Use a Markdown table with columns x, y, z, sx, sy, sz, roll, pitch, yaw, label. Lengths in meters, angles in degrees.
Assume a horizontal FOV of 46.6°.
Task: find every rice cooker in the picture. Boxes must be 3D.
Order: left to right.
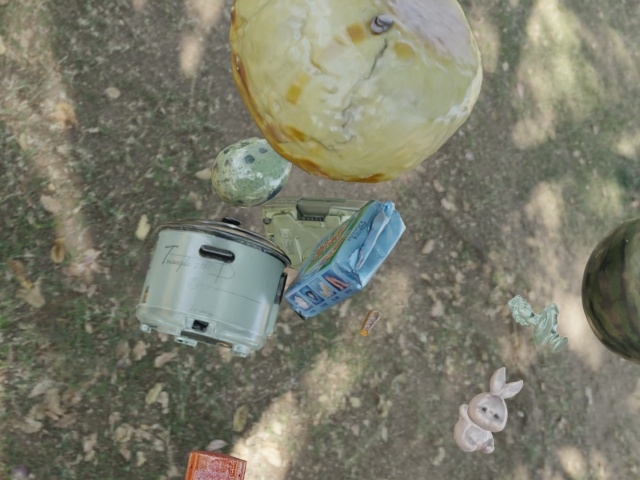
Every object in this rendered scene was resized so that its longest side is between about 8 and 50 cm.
| x | y | z | sx | sy | sz | roll | pitch | yaw | label |
| --- | --- | --- | --- | --- | --- | --- | --- | --- | --- |
| -0.182 | 0.070 | 1.282 | 0.242 | 0.280 | 0.226 | 14 | 76 | -2 | rice cooker |

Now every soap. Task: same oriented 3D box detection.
| x | y | z | sx | sy | sz | roll | pitch | yaw | label |
| --- | --- | --- | --- | --- | --- | --- | --- | --- | --- |
| 0.038 | 0.035 | 1.271 | 0.077 | 0.293 | 0.156 | 39 | 60 | -7 | soap |

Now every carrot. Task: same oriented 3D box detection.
| x | y | z | sx | sy | sz | roll | pitch | yaw | label |
| --- | --- | --- | --- | --- | --- | --- | --- | --- | --- |
| 0.118 | 0.196 | 1.778 | 0.032 | 0.032 | 0.093 | 62 | 32 | -15 | carrot |

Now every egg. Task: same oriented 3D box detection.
| x | y | z | sx | sy | sz | roll | pitch | yaw | label |
| --- | --- | --- | --- | --- | --- | --- | --- | --- | --- |
| -0.140 | -0.145 | 1.549 | 0.182 | 0.141 | 0.141 | -29 | 104 | -4 | egg |

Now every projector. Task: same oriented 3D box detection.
| x | y | z | sx | sy | sz | roll | pitch | yaw | label |
| --- | --- | --- | --- | --- | --- | --- | --- | --- | --- |
| 0.000 | 0.000 | 1.724 | 0.088 | 0.270 | 0.193 | -47 | 135 | -54 | projector |

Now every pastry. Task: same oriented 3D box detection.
| x | y | z | sx | sy | sz | roll | pitch | yaw | label |
| --- | --- | --- | --- | --- | --- | --- | --- | --- | --- |
| 0.041 | -0.261 | 1.113 | 0.389 | 0.313 | 0.388 | 18 | 56 | -28 | pastry |

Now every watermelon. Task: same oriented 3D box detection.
| x | y | z | sx | sy | sz | roll | pitch | yaw | label |
| --- | --- | --- | --- | --- | --- | --- | --- | --- | --- |
| 0.461 | 0.070 | 1.015 | 0.212 | 0.212 | 0.212 | 11 | 74 | -41 | watermelon |

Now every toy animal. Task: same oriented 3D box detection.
| x | y | z | sx | sy | sz | roll | pitch | yaw | label |
| --- | --- | --- | --- | --- | --- | --- | --- | --- | --- |
| 0.409 | 0.417 | 1.821 | 0.124 | 0.124 | 0.212 | 7 | 116 | -42 | toy animal |

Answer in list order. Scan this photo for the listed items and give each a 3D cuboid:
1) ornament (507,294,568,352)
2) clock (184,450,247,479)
| x | y | z | sx | sy | sz | roll | pitch | yaw | label |
| --- | --- | --- | --- | --- | --- | --- | --- | --- | --- |
| 0.311 | 0.119 | 1.055 | 0.041 | 0.092 | 0.068 | -10 | 106 | -36 | ornament |
| -0.208 | 0.484 | 1.414 | 0.113 | 0.061 | 0.154 | 10 | 82 | 0 | clock |
